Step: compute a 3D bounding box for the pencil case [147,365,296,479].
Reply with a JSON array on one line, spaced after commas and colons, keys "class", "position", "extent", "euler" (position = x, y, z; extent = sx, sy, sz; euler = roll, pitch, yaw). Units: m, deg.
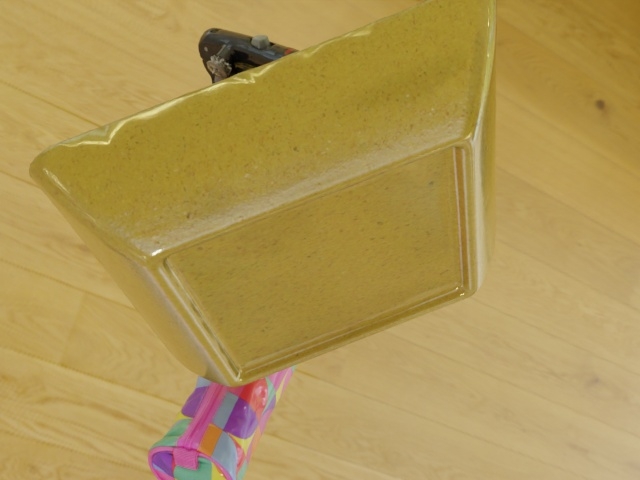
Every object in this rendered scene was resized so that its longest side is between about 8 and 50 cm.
[{"class": "pencil case", "position": [-0.090, 0.155, 0.900], "extent": [0.104, 0.104, 0.236], "euler": [47, 42, -23]}]

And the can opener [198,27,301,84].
[{"class": "can opener", "position": [-0.024, -0.132, 0.682], "extent": [0.073, 0.186, 0.059], "euler": [-44, 140, -27]}]

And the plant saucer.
[{"class": "plant saucer", "position": [0.000, 0.000, 0.675], "extent": [0.333, 0.081, 0.333], "euler": [-21, 147, -2]}]
